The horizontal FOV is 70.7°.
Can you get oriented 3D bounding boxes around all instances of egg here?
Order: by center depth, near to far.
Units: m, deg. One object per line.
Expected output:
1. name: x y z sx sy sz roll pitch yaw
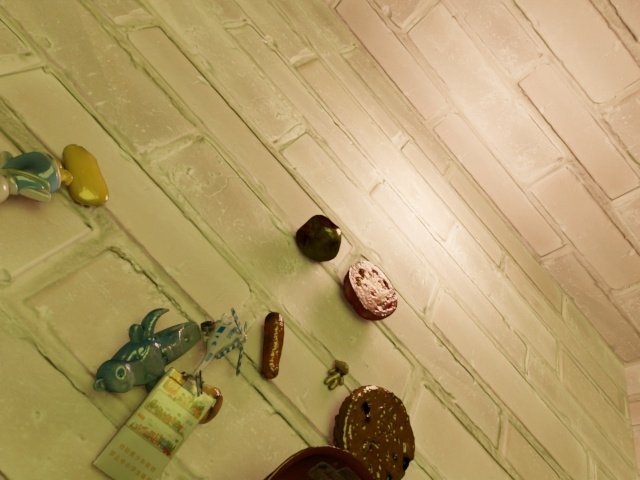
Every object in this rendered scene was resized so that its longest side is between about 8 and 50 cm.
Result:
1. egg: -0.260 0.371 1.020 0.071 0.071 0.083 36 53 -20

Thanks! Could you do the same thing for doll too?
1. doll: -0.660 -0.127 0.968 0.241 0.098 0.135 -40 116 -49
2. doll: 0.048 0.398 1.335 0.093 0.051 0.061 -42 96 -21

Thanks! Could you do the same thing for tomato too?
1. tomato: 0.161 0.177 1.556 0.225 0.085 0.225 24 46 -27

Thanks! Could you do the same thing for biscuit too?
1. biscuit: 0.150 0.556 1.281 0.296 0.075 0.296 21 55 -33

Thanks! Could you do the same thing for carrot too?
1. carrot: -0.128 0.283 1.223 0.060 0.060 0.186 22 52 -32

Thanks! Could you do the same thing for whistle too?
1. whistle: -0.368 0.251 0.985 0.269 0.093 0.180 -28 107 -50

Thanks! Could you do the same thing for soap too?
1. soap: -0.580 -0.160 1.117 0.089 0.033 0.168 -1 64 -47

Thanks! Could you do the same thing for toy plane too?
1. toy plane: -0.248 0.262 1.061 0.107 0.182 0.273 7 37 13

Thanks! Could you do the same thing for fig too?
1. fig: 0.000 0.000 1.505 0.144 0.154 0.166 -87 159 -55

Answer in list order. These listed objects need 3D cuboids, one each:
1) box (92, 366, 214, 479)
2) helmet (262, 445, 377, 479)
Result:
1. box: -0.333 0.384 0.919 0.122 0.032 0.220 43 60 -10
2. helmet: -0.053 0.625 0.915 0.385 0.230 0.337 -35 88 -42
